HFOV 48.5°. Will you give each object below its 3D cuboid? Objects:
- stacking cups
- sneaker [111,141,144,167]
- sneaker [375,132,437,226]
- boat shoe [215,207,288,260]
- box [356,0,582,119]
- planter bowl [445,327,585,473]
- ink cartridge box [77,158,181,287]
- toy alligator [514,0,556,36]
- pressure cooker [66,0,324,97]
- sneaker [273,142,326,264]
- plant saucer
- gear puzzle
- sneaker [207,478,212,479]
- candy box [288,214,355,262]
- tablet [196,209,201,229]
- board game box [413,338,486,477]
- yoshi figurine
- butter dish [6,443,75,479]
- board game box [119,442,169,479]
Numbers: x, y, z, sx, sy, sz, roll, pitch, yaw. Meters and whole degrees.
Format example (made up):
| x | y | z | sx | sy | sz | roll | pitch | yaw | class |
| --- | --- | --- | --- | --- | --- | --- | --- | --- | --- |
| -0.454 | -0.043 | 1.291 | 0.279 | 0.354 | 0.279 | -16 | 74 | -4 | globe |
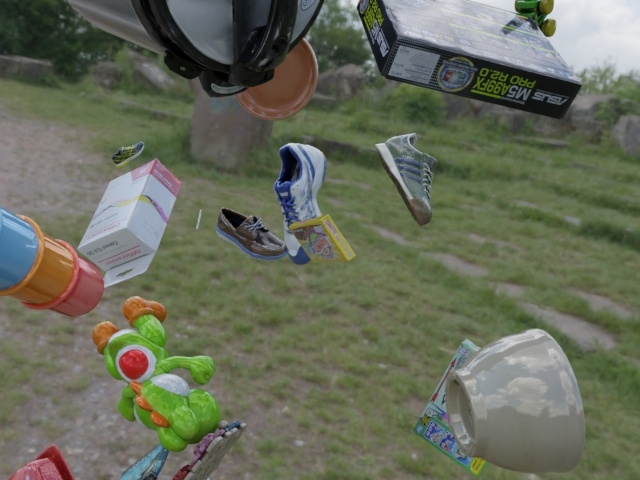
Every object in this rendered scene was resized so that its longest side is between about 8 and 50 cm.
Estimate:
| x | y | z | sx | sy | sz | roll | pitch | yaw | class |
| --- | --- | --- | --- | --- | --- | --- | --- | --- | --- |
| -0.291 | -0.001 | 0.625 | 0.096 | 0.096 | 0.316 | 16 | -12 | 21 | stacking cups |
| -0.444 | -0.203 | 1.638 | 0.035 | 0.083 | 0.031 | 52 | -2 | -35 | sneaker |
| 0.171 | -0.119 | 1.263 | 0.064 | 0.086 | 0.192 | 64 | 1 | -57 | sneaker |
| -0.147 | -0.015 | 1.482 | 0.183 | 0.066 | 0.066 | 21 | 41 | 25 | boat shoe |
| 0.199 | -0.272 | 0.987 | 0.270 | 0.060 | 0.216 | 9 | 38 | -17 | box |
| 0.206 | 0.187 | 0.801 | 0.109 | 0.162 | 0.162 | -7 | 13 | -10 | planter bowl |
| -0.305 | -0.026 | 1.124 | 0.115 | 0.198 | 0.067 | -21 | -50 | 29 | ink cartridge box |
| 0.341 | -0.331 | 1.140 | 0.056 | 0.189 | 0.051 | 22 | 57 | 40 | toy alligator |
| -0.183 | -0.448 | 1.092 | 0.420 | 0.375 | 0.370 | 29 | -10 | 38 | pressure cooker |
| -0.067 | -0.090 | 1.723 | 0.112 | 0.296 | 0.131 | -5 | -10 | 37 | sneaker |
| -0.097 | -0.356 | 1.513 | 0.200 | 0.199 | 0.037 | 15 | 16 | 15 | plant saucer |
| -0.279 | 0.489 | 1.397 | 0.044 | 0.339 | 0.175 | 38 | 8 | 13 | gear puzzle |
| -0.263 | 0.650 | 1.618 | 0.100 | 0.271 | 0.108 | -15 | 18 | 45 | sneaker |
| 0.000 | 0.000 | 1.541 | 0.105 | 0.027 | 0.206 | 53 | -19 | -10 | candy box |
| -0.330 | -0.053 | 1.929 | 0.006 | 0.054 | 0.083 | 12 | -5 | -9 | tablet |
| 0.408 | 0.452 | 1.914 | 0.214 | 0.317 | 0.046 | 33 | 25 | 23 | board game box |
| -0.325 | 0.295 | 1.476 | 0.203 | 0.203 | 0.362 | -10 | 42 | -32 | yoshi figurine |
| -0.579 | 0.510 | 1.411 | 0.160 | 0.160 | 0.118 | 49 | 5 | 27 | butter dish |
| -0.442 | 0.575 | 1.740 | 0.026 | 0.186 | 0.126 | 44 | 22 | -13 | board game box |
